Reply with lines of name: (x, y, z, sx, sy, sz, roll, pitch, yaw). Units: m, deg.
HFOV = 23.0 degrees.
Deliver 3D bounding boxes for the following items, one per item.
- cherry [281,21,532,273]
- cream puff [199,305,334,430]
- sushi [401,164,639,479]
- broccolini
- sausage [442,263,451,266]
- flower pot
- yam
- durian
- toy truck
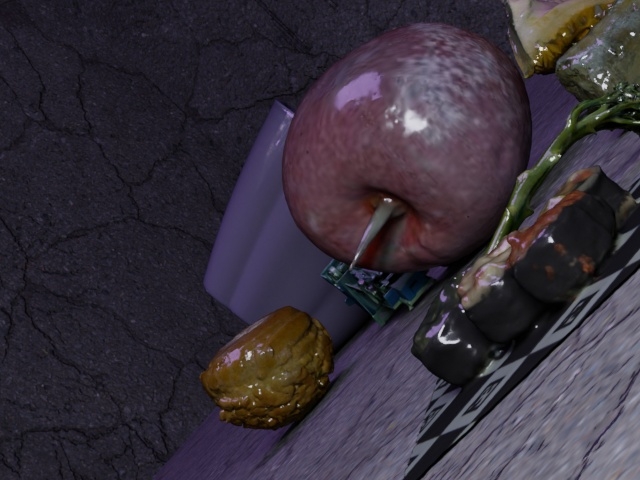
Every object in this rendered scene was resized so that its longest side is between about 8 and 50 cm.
cherry: (0.078, -0.081, 1.414, 0.236, 0.213, 0.285, -6, 40, 39)
cream puff: (-0.045, 0.130, 1.543, 0.126, 0.103, 0.144, -31, 7, 26)
sushi: (0.112, 0.013, 0.847, 0.219, 0.047, 0.231, -46, 1, 14)
broccolini: (0.150, -0.042, 0.981, 0.194, 0.052, 0.054, -40, -3, -15)
sausage: (0.130, -0.018, 1.536, 0.094, 0.054, 0.059, -47, 1, -26)
flower pot: (0.000, 0.000, 1.865, 0.243, 0.265, 0.265, -61, -1, 6)
yam: (0.261, -0.167, 1.199, 0.179, 0.078, 0.078, -47, 1, -5)
durian: (0.284, -0.241, 1.526, 0.195, 0.185, 0.305, -32, 16, 17)
toy truck: (0.070, 0.044, 1.564, 0.067, 0.081, 0.175, -47, 19, -10)
